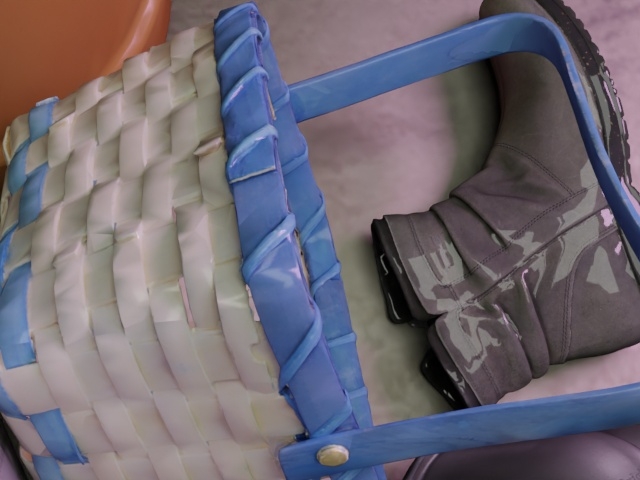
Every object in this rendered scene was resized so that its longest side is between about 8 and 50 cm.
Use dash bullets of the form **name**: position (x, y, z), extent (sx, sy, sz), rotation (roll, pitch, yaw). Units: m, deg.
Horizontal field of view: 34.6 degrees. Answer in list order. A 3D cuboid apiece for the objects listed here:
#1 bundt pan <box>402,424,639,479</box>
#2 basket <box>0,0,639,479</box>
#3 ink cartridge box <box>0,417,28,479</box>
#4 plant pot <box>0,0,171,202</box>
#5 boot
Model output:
- **bundt pan**: position (0.158, 0.231, 0.467), extent (0.331, 0.124, 0.330), rotation (15, 61, -29)
- **basket**: position (0.000, 0.000, 0.488), extent (0.289, 0.201, 0.254), rotation (-16, 42, 9)
- **ink cartridge box**: position (-0.137, 0.234, 0.355), extent (0.166, 0.285, 0.395), rotation (-24, 94, -14)
- **plant pot**: position (-0.220, -0.174, 0.519), extent (0.291, 0.203, 0.290), rotation (2, 77, -9)
- **boot**: position (0.101, -0.030, 0.610), extent (0.161, 0.083, 0.246), rotation (-18, 77, -6)
